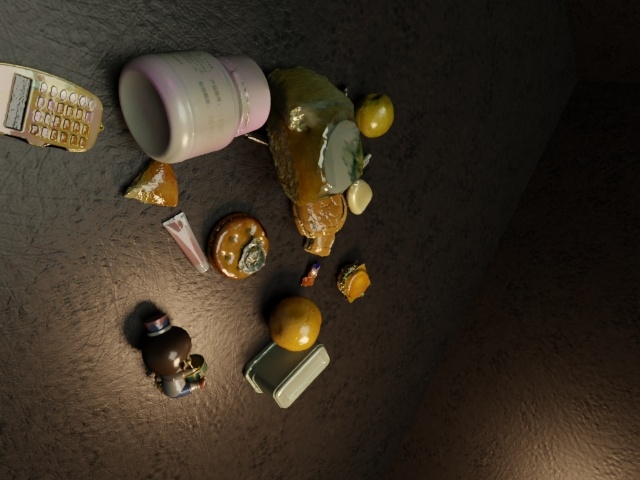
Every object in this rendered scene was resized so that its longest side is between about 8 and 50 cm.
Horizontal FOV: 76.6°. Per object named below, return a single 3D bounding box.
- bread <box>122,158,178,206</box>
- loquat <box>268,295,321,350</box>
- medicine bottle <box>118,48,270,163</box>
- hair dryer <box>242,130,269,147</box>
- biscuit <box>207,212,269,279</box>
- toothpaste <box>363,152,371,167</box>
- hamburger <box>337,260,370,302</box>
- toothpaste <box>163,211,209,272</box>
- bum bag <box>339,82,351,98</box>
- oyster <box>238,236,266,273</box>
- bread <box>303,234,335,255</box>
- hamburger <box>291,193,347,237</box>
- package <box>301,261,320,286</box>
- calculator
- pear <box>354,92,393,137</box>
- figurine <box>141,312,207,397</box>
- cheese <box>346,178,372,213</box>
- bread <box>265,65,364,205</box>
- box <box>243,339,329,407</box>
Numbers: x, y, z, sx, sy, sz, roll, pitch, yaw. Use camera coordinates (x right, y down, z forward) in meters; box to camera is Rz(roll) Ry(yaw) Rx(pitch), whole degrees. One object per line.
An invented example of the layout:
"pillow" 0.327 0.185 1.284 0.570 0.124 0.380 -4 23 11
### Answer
"bread" -0.433 -0.136 1.096 0.154 0.054 0.136 -50 139 -13
"loquat" -0.093 0.313 1.527 0.208 0.208 0.208 -21 122 -38
"medicine bottle" -0.296 -0.339 0.998 0.302 0.241 0.241 -33 129 -42
"hair dryer" -0.162 -0.296 1.298 0.255 0.070 0.128 9 102 -39
"biscuit" -0.265 0.018 1.323 0.220 0.066 0.220 -21 122 -39
"toothpaste" 0.138 -0.275 1.622 0.204 0.031 0.049 -50 135 -14
"hamburger" 0.140 0.180 1.785 0.164 0.093 0.189 -32 127 -29
"toothpaste" -0.394 0.012 1.214 0.067 0.043 0.194 -36 125 -25
"bum bag" 0.075 -0.464 1.455 0.087 0.049 0.197 -67 170 -78
"oyster" -0.224 0.053 1.315 0.100 0.037 0.098 -35 112 -6
"bread" 0.000 -0.002 1.569 0.106 0.082 0.125 7 105 -51
"hamburger" -0.003 -0.113 1.474 0.214 0.108 0.213 2 86 -33
"package" -0.036 0.136 1.635 0.110 0.033 0.077 -64 163 18
"calculator" -0.596 -0.281 0.881 0.237 0.033 0.157 10 100 -49
"pear" 0.199 -0.468 1.514 0.149 0.149 0.162 -39 149 -27
"figurine" -0.450 0.349 1.236 0.158 0.161 0.275 -55 144 -47
"cheese" 0.136 -0.209 1.601 0.127 0.054 0.251 -56 148 -13
"bread" -0.009 -0.307 1.200 0.239 0.264 0.395 -22 119 -20
"box" -0.119 0.495 1.603 0.312 0.182 0.175 -41 132 -24
